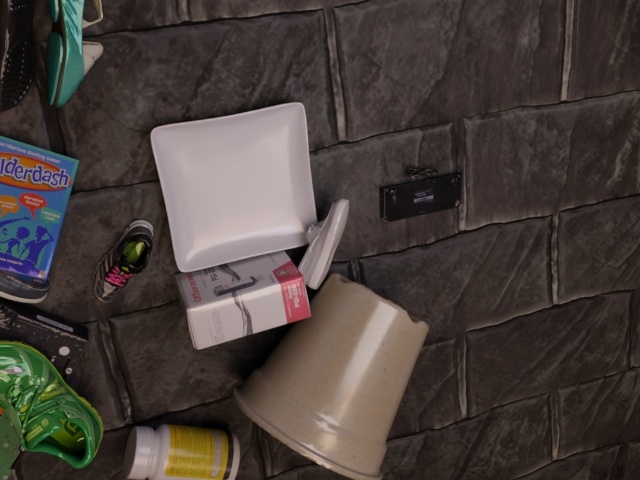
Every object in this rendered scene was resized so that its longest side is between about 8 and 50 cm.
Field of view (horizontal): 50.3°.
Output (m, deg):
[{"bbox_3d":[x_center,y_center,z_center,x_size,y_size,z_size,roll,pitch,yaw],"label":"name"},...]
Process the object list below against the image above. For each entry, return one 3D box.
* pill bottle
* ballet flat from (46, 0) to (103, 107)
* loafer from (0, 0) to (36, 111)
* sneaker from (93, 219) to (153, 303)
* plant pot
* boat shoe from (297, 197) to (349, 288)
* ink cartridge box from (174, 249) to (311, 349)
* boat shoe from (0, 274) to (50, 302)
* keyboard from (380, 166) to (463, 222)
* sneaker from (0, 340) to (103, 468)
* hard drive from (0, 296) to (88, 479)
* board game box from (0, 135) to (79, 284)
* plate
[{"bbox_3d":[-0.277,0.432,1.366,0.208,0.119,0.119,13,105,-24],"label":"pill bottle"},{"bbox_3d":[-0.380,-0.327,1.058,0.087,0.083,0.247,-8,115,-32],"label":"ballet flat"},{"bbox_3d":[-0.486,-0.308,1.036,0.078,0.080,0.220,17,108,9],"label":"loafer"},{"bbox_3d":[-0.351,0.045,1.212,0.063,0.075,0.170,32,97,-27],"label":"sneaker"},{"bbox_3d":[0.044,0.241,1.321,0.334,0.334,0.305,31,87,-27],"label":"plant pot"},{"bbox_3d":[0.000,0.000,1.285,0.063,0.066,0.184,24,112,12],"label":"boat shoe"},{"bbox_3d":[-0.148,0.101,1.261,0.217,0.158,0.092,-17,116,-14],"label":"ink cartridge box"},{"bbox_3d":[-0.550,0.009,1.120,0.254,0.095,0.079,40,105,-19],"label":"boat shoe"},{"bbox_3d":[0.207,-0.104,1.389,0.180,0.023,0.108,-12,120,-16],"label":"keyboard"},{"bbox_3d":[-0.480,0.279,1.159,0.109,0.123,0.295,-41,118,-1],"label":"sneaker"},{"bbox_3d":[-0.600,0.263,1.214,0.237,0.064,0.339,27,98,-27],"label":"hard drive"},{"bbox_3d":[-0.490,-0.052,1.080,0.160,0.047,0.210,16,69,-25],"label":"board game box"},{"bbox_3d":[-0.151,-0.099,1.247,0.278,0.045,0.277,-13,115,-15],"label":"plate"}]
